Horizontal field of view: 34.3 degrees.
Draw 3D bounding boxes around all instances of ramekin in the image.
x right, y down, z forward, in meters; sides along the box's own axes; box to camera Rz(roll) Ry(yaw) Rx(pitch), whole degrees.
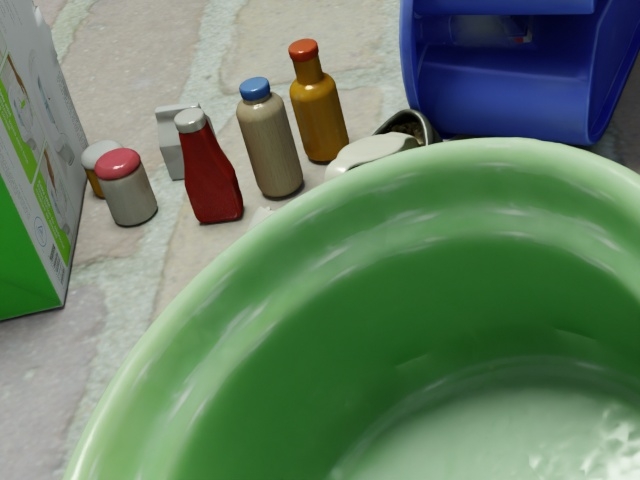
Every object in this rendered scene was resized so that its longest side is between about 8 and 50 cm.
[{"bbox_3d":[0.045,0.117,0.435,0.303,0.148,0.303,-24,39,22],"label":"ramekin"}]

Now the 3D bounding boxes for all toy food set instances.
[{"bbox_3d":[-0.101,-0.087,0.856,0.232,0.104,0.111,-6,37,12],"label":"toy food set"}]

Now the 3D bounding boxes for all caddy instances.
[{"bbox_3d":[0.162,-0.225,0.835,0.179,0.241,0.341,11,43,24],"label":"caddy"}]

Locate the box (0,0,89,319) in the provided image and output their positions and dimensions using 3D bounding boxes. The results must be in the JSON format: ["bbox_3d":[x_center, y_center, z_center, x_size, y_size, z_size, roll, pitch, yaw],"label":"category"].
[{"bbox_3d":[-0.285,-0.104,0.811,0.127,0.262,0.231,-13,37,3],"label":"box"}]

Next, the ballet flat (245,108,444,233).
[{"bbox_3d":[0.000,0.000,0.714,0.095,0.096,0.280,14,45,32],"label":"ballet flat"}]
